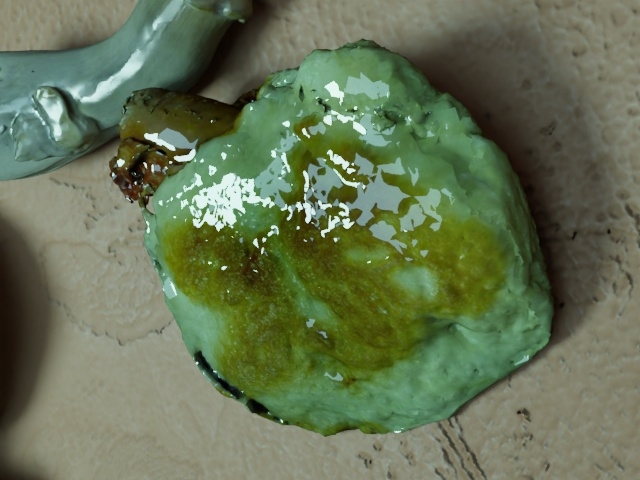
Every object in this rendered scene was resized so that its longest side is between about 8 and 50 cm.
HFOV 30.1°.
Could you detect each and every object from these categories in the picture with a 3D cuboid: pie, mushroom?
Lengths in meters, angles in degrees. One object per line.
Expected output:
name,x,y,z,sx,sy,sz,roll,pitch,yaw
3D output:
pie,0.005,0.008,0.753,0.274,0.105,0.257,-8,106,32
mushroom,-0.165,-0.112,0.835,0.278,0.099,0.096,-20,98,25
